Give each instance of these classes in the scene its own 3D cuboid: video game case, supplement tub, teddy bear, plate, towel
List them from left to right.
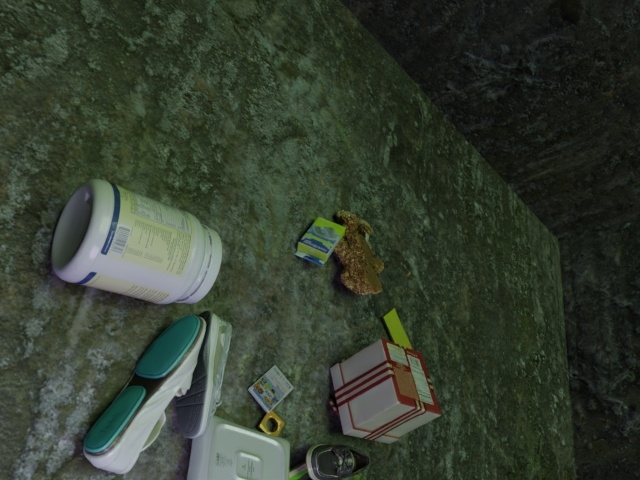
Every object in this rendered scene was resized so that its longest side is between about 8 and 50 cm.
[{"bbox_3d":[-0.418,0.016,1.328,0.324,0.235,0.236,23,58,-41],"label":"supplement tub"},{"bbox_3d":[-0.183,0.558,1.382,0.277,0.045,0.277,26,32,-21],"label":"plate"},{"bbox_3d":[-0.140,0.419,1.621,0.087,0.011,0.122,50,40,5],"label":"video game case"},{"bbox_3d":[0.124,0.046,2.043,0.245,0.113,0.338,11,58,-53],"label":"teddy bear"},{"bbox_3d":[0.298,0.378,2.146,0.102,0.021,0.237,-26,93,-56],"label":"towel"}]

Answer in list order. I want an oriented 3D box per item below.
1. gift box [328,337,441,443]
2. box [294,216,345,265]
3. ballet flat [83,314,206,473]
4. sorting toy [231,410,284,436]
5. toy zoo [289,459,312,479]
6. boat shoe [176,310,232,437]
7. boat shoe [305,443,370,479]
[{"bbox_3d":[0.192,0.471,1.811,0.255,0.258,0.277,30,33,-34],"label":"gift box"},{"bbox_3d":[0.000,0.000,1.911,0.108,0.042,0.178,22,43,13],"label":"box"},{"bbox_3d":[-0.382,0.353,1.327,0.139,0.139,0.400,50,47,-21],"label":"ballet flat"},{"bbox_3d":[-0.181,0.590,1.475,0.196,0.047,0.348,38,48,-20],"label":"sorting toy"},{"bbox_3d":[-0.026,0.776,1.597,0.192,0.030,0.294,-8,80,-50],"label":"toy zoo"},{"bbox_3d":[-0.281,0.336,1.441,0.103,0.118,0.321,33,42,-38],"label":"boat shoe"},{"bbox_3d":[0.055,0.637,1.657,0.285,0.092,0.103,34,43,-54],"label":"boat shoe"}]
